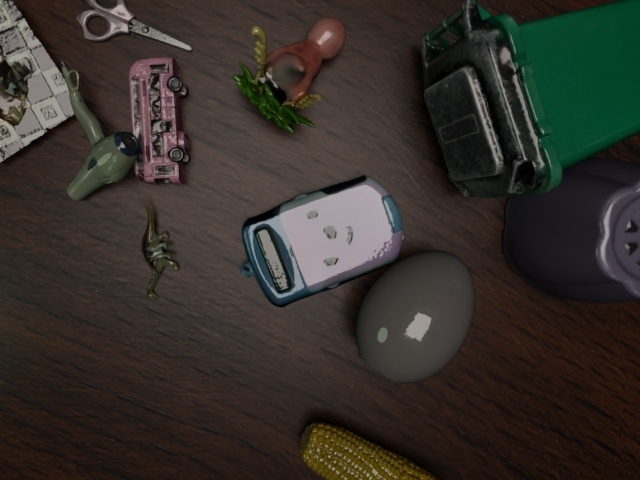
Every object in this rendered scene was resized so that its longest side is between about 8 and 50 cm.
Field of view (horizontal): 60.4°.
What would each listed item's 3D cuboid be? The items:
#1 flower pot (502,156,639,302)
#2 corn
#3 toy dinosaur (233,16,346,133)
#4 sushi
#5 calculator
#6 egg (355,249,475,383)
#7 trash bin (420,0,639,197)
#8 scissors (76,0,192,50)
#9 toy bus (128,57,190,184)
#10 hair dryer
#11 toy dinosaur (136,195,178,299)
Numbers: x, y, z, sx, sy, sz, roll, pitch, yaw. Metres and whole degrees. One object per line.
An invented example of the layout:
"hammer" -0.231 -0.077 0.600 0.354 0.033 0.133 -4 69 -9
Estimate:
"flower pot" 0.465 -0.010 0.899 0.265 0.243 0.265 0 96 -3
"corn" 0.103 0.416 0.967 0.305 0.106 0.106 31 91 -3
"toy dinosaur" -0.025 -0.269 0.876 0.177 0.194 0.152 -43 89 20
"sushi" -0.513 -0.254 0.881 0.193 0.040 0.210 -34 104 -3
"calculator" 0.000 0.000 0.947 0.293 0.051 0.172 -21 97 -4
"egg" 0.159 0.121 0.910 0.176 0.176 0.231 33 81 -7
"trash bin" 0.376 -0.255 0.875 0.381 0.259 0.295 -21 96 -10
"scissors" -0.303 -0.353 0.909 0.189 0.015 0.100 21 94 -9
"toy bus" -0.263 -0.193 0.901 0.090 0.063 0.203 -3 93 -2
"hair dryer" -0.386 -0.158 0.878 0.199 0.067 0.167 48 118 8
"toy dinosaur" -0.273 0.013 0.928 0.058 0.037 0.180 -5 96 -10
